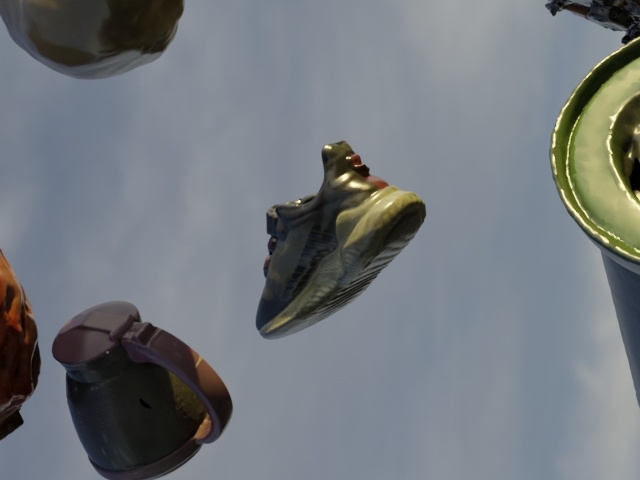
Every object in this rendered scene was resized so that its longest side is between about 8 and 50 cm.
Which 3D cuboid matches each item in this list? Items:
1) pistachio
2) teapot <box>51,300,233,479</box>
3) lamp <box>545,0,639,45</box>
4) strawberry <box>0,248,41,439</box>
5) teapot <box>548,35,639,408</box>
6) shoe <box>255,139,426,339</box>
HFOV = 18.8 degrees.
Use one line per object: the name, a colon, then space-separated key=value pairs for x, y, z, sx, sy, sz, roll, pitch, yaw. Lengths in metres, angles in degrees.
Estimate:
pistachio: x=-0.179 y=-0.189 z=1.470 sx=0.136 sy=0.226 sz=0.136 roll=-5 pitch=-80 yaw=-30
teapot: x=-0.154 y=0.125 z=1.590 sx=0.116 sy=0.148 sz=0.146 roll=-35 pitch=-59 yaw=-15
lamp: x=0.234 y=-0.263 z=1.336 sx=0.118 sy=0.118 sz=0.253 roll=28 pitch=-96 yaw=-65
strawberry: x=-0.333 y=0.013 z=1.602 sx=0.265 sy=0.149 sz=0.336 roll=125 pitch=125 yaw=-81
teapot: x=0.271 y=0.065 z=1.193 sx=0.337 sy=0.200 sz=0.270 roll=67 pitch=-161 yaw=-47
shoe: x=0.000 y=0.000 z=1.761 sx=0.099 sy=0.227 sz=0.112 roll=-23 pitch=-105 yaw=-47
